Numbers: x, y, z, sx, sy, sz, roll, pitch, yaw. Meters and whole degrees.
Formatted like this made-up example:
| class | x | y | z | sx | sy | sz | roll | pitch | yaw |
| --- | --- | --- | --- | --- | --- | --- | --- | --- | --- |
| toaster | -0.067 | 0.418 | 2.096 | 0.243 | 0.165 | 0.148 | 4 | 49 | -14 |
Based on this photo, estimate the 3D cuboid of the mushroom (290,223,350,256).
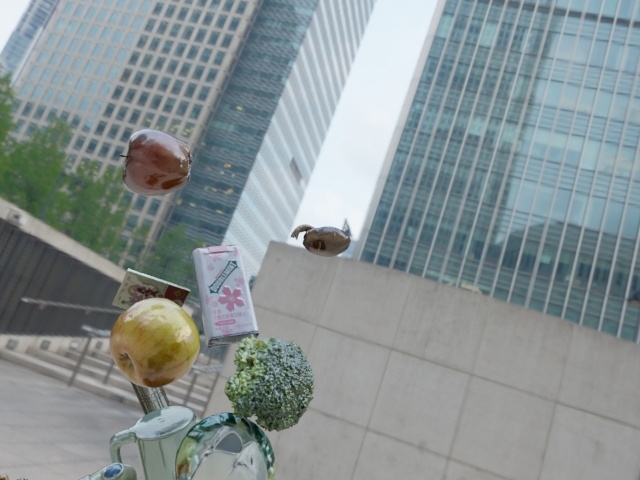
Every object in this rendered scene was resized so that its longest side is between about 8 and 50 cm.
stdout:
| class | x | y | z | sx | sy | sz | roll | pitch | yaw |
| --- | --- | --- | --- | --- | --- | --- | --- | --- | --- |
| mushroom | -0.001 | 0.002 | 1.691 | 0.170 | 0.080 | 0.135 | 12 | -27 | 2 |

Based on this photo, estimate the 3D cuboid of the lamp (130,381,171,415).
| class | x | y | z | sx | sy | sz | roll | pitch | yaw |
| --- | --- | --- | --- | --- | --- | --- | --- | --- | --- |
| lamp | -0.656 | 0.538 | 2.240 | 0.089 | 0.326 | 0.090 | -16 | 9 | 35 |

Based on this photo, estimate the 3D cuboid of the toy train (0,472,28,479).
| class | x | y | z | sx | sy | sz | roll | pitch | yaw |
| --- | --- | --- | --- | --- | --- | --- | --- | --- | --- |
| toy train | -0.799 | 0.701 | 1.547 | 0.127 | 0.089 | 0.219 | -3 | 44 | -36 |

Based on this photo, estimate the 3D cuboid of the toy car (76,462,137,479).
| class | x | y | z | sx | sy | sz | roll | pitch | yaw |
| --- | --- | --- | --- | --- | --- | --- | --- | --- | --- |
| toy car | -0.431 | 0.679 | 1.415 | 0.242 | 0.226 | 0.336 | 57 | -23 | 32 |

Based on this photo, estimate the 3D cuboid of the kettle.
| class | x | y | z | sx | sy | sz | roll | pitch | yaw |
| --- | --- | --- | --- | --- | --- | --- | --- | --- | --- |
| kettle | -0.509 | 0.729 | 1.940 | 0.264 | 0.318 | 0.205 | -5 | 15 | 13 |

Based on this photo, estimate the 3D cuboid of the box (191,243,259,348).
| class | x | y | z | sx | sy | sz | roll | pitch | yaw |
| --- | --- | --- | --- | --- | --- | --- | --- | --- | --- |
| box | -0.352 | 0.203 | 2.181 | 0.190 | 0.370 | 0.112 | -5 | -25 | -19 |

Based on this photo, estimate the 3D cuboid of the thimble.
| class | x | y | z | sx | sy | sz | roll | pitch | yaw |
| --- | --- | --- | --- | --- | --- | --- | --- | --- | --- |
| thimble | -0.252 | 0.612 | 1.605 | 0.288 | 0.254 | 0.167 | 47 | -26 | 0 |

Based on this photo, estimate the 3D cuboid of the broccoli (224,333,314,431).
| class | x | y | z | sx | sy | sz | roll | pitch | yaw |
| --- | --- | --- | --- | --- | --- | --- | --- | --- | --- |
| broccoli | -0.137 | 0.378 | 1.624 | 0.259 | 0.235 | 0.288 | 22 | -8 | 40 |

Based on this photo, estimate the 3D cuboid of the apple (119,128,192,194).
| class | x | y | z | sx | sy | sz | roll | pitch | yaw |
| --- | --- | --- | --- | --- | --- | --- | --- | --- | --- |
| apple | -0.530 | -0.252 | 1.921 | 0.233 | 0.234 | 0.234 | 18 | -15 | 5 |

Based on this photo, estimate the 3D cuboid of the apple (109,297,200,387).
| class | x | y | z | sx | sy | sz | roll | pitch | yaw |
| --- | --- | --- | --- | --- | --- | --- | --- | --- | --- |
| apple | -0.512 | 0.320 | 1.847 | 0.286 | 0.233 | 0.286 | 27 | -44 | 29 |

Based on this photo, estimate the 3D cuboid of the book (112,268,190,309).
| class | x | y | z | sx | sy | sz | roll | pitch | yaw |
| --- | --- | --- | --- | --- | --- | --- | --- | --- | --- |
| book | -0.599 | 0.201 | 2.115 | 0.231 | 0.162 | 0.022 | 21 | 25 | -22 |

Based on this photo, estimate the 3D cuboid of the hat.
| class | x | y | z | sx | sy | sz | roll | pitch | yaw |
| --- | --- | --- | --- | --- | --- | --- | --- | --- | --- |
| hat | -0.226 | 0.539 | 1.304 | 0.161 | 0.232 | 0.275 | 41 | -1 | 32 |
